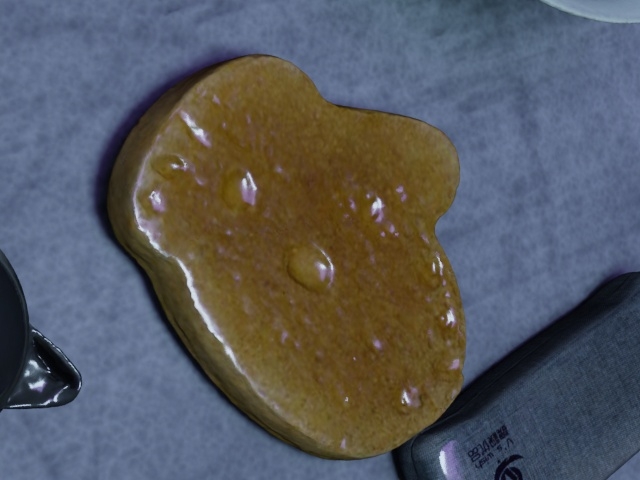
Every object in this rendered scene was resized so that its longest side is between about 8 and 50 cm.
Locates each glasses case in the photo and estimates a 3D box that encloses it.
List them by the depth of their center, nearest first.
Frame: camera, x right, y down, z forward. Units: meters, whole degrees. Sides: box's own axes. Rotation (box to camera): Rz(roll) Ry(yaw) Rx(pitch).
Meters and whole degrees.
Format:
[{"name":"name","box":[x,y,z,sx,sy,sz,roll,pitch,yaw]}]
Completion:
[{"name":"glasses case","box":[0.209,0.152,1.324,0.323,0.074,0.131,-32,101,-31]}]

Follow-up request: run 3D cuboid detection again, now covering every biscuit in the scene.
[{"name":"biscuit","box":[-0.001,0.000,1.211,0.287,0.057,0.344,-48,110,-27]}]

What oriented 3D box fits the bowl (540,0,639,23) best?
[{"name":"bowl","box":[0.171,-0.376,1.279,0.434,0.196,0.435,3,84,-32]}]

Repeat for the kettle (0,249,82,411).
[{"name":"kettle","box":[-0.278,0.039,0.900,0.207,0.271,0.251,-40,108,-29]}]
